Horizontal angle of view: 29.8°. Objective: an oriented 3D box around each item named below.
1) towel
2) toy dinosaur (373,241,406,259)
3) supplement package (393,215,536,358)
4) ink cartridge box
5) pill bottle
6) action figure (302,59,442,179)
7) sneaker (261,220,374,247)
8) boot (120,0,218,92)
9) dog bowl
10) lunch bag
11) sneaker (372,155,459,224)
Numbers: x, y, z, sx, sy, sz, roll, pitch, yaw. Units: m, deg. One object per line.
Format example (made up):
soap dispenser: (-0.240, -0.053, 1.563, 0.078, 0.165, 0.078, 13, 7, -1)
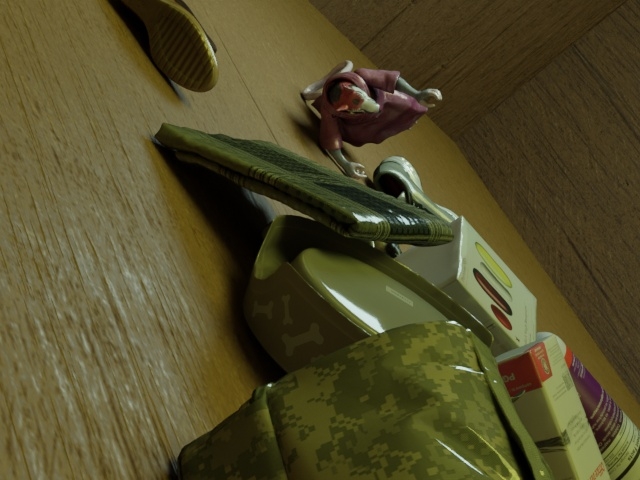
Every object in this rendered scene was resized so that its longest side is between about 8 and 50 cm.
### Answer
towel: (-0.019, -0.063, 1.578, 0.324, 0.056, 0.312, 27, 11, 25)
toy dinosaur: (0.126, 0.038, 2.058, 0.268, 0.064, 0.118, 46, 7, -33)
supplement package: (0.226, 0.112, 1.902, 0.203, 0.149, 0.194, 46, 28, -19)
ink cartridge box: (0.291, 0.247, 1.566, 0.158, 0.092, 0.218, -9, 76, -67)
pill bottle: (0.406, 0.316, 1.951, 0.323, 0.181, 0.181, 49, 13, -10)
action figure: (0.082, -0.291, 2.395, 0.276, 0.248, 0.370, 52, 10, 11)
sneaker: (0.000, 0.000, 1.661, 0.094, 0.091, 0.258, 54, 13, 15)
boot: (-0.201, -0.313, 1.850, 0.248, 0.090, 0.207, 51, 15, 16)
dog bowl: (0.064, 0.109, 1.380, 0.349, 0.102, 0.349, 32, 14, -9)
lunch bag: (0.060, 0.223, 0.893, 0.212, 0.256, 0.305, 42, 16, -32)
sneaker: (0.203, -0.054, 2.515, 0.271, 0.100, 0.108, 48, 27, 5)
